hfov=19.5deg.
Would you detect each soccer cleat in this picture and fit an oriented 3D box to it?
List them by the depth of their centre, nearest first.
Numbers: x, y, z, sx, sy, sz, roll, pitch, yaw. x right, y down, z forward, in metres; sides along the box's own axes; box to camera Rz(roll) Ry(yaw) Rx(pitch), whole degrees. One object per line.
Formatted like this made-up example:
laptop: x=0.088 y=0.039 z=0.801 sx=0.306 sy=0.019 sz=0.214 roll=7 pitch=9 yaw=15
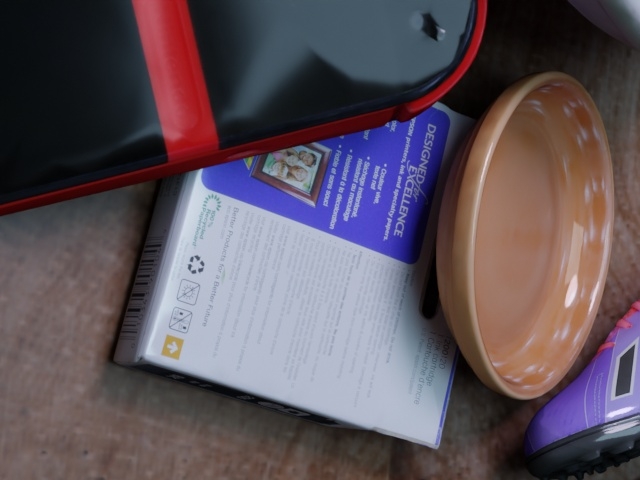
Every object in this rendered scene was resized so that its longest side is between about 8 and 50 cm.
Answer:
soccer cleat: x=0.242 y=0.060 z=1.212 sx=0.318 sy=0.108 sz=0.116 roll=-22 pitch=81 yaw=-29

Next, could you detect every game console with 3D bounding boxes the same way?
game console: x=-0.101 y=-0.227 z=0.992 sx=0.342 sy=0.060 sz=0.386 roll=-13 pitch=95 yaw=-8

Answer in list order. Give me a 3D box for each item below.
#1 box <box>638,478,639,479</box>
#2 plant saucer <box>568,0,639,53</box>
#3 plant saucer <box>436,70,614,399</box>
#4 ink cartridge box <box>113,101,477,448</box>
box: x=0.322 y=0.280 z=1.175 sx=0.395 sy=0.212 sz=0.293 roll=-26 pitch=100 yaw=-30
plant saucer: x=0.151 y=-0.284 z=1.112 sx=0.400 sy=0.100 sz=0.400 roll=29 pitch=56 yaw=-54
plant saucer: x=0.123 y=-0.004 z=1.131 sx=0.200 sy=0.037 sz=0.200 roll=-17 pitch=110 yaw=-57
ink cartridge box: x=0.000 y=0.000 z=1.092 sx=0.208 sy=0.045 sz=0.206 roll=20 pitch=78 yaw=-29
